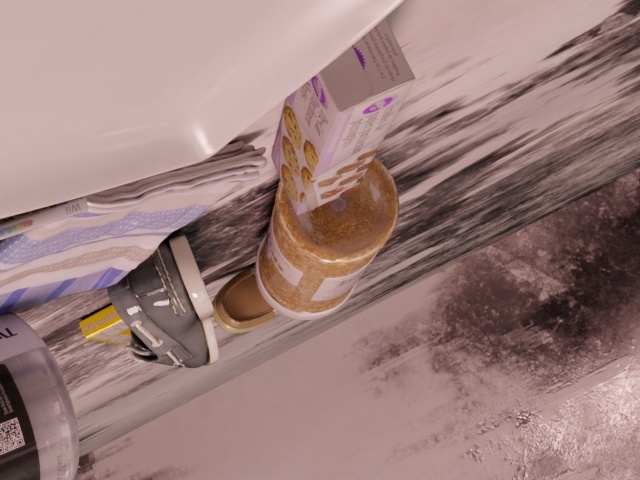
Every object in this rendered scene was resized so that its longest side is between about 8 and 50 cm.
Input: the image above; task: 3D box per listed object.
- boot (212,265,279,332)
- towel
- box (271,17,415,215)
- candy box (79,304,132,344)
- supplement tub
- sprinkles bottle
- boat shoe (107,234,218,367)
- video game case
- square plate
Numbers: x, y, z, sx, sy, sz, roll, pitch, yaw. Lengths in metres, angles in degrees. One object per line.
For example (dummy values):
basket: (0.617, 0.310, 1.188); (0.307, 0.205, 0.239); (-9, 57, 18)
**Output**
boot: (-0.029, 0.038, 1.794); (0.213, 0.077, 0.165); (-26, 174, -35)
towel: (-0.196, 0.001, 1.202); (0.209, 0.034, 0.285); (-16, 168, -46)
box: (0.010, -0.094, 1.124); (0.063, 0.067, 0.324); (-25, 173, -11)
candy box: (-0.221, 0.093, 1.719); (0.105, 0.027, 0.206); (-30, 172, 2)
supplement tub: (-0.394, 0.193, 1.246); (0.316, 0.193, 0.193); (-20, 170, -34)
sprinkles bottle: (0.000, 0.000, 1.484); (0.121, 0.121, 0.355); (-24, 171, -11)
boat shoe: (-0.172, 0.078, 1.503); (0.099, 0.116, 0.319); (-21, 166, -10)
video game case: (-0.229, -0.013, 0.935); (0.122, 0.011, 0.087); (-21, -158, -31)
square plate: (-0.112, -0.100, 0.768); (0.344, 0.049, 0.347); (-18, 168, -42)
